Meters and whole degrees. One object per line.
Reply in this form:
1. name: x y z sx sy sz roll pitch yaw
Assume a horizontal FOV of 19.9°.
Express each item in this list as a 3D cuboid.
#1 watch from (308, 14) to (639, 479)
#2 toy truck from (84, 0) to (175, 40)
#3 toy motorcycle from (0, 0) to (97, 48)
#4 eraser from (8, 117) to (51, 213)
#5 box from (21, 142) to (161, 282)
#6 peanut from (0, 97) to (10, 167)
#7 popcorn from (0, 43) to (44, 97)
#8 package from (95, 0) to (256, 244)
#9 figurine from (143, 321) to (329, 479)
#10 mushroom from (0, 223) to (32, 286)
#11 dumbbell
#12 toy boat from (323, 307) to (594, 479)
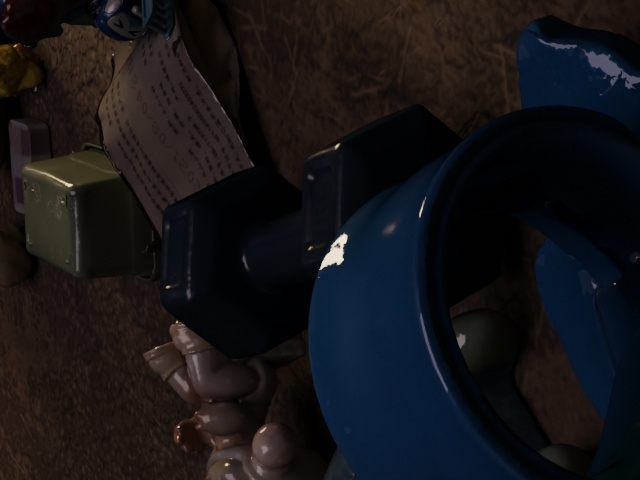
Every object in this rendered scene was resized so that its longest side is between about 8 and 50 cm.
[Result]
1. watch: 0.131 0.016 1.047 0.241 0.274 0.305 -39 70 56
2. toy truck: -0.158 -0.207 1.602 0.090 0.056 0.073 24 88 51
3. toy motorcycle: -0.302 -0.288 1.652 0.182 0.319 0.241 24 126 58
4. eraser: -0.321 -0.081 2.024 0.065 0.026 0.105 21 115 59
5. box: -0.233 -0.025 1.824 0.172 0.093 0.124 19 114 57
6. peanut: -0.438 -0.207 2.074 0.149 0.149 0.313 -8 91 60
7. popcorn: -0.344 -0.198 1.991 0.084 0.084 0.084 22 117 55
8. package: -0.133 -0.103 1.668 0.204 0.062 0.251 -43 62 54
9. figurine: -0.053 0.194 1.556 0.182 0.144 0.257 -26 72 37
10. mushroom: -0.368 0.015 2.090 0.083 0.067 0.083 39 162 15
11. dumbbell: 0.001 0.000 1.383 0.316 0.156 0.143 -16 41 59
12. toy boat: 0.072 0.206 1.348 0.215 0.123 0.330 61 143 27
